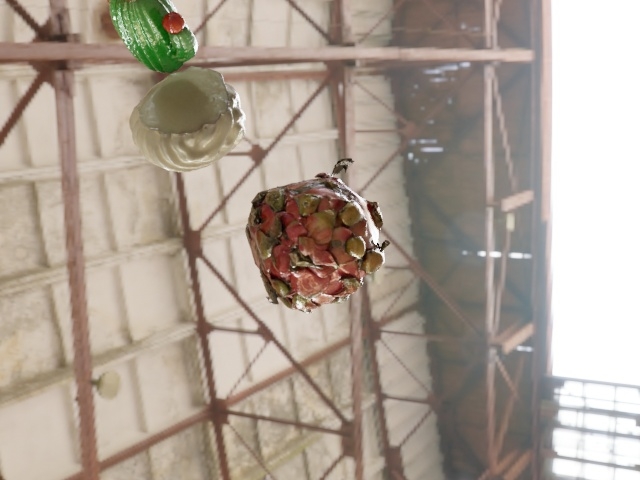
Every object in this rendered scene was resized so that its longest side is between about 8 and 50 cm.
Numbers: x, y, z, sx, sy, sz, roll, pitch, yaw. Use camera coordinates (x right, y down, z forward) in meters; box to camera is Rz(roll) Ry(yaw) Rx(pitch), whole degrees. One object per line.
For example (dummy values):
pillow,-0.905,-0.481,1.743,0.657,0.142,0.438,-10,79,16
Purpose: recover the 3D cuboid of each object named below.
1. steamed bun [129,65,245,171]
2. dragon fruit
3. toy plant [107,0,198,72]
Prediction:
steamed bun,-0.198,-0.177,1.494,0.106,0.183,0.183,74,-147,-52
dragon fruit,0.000,0.000,1.776,0.269,0.291,0.250,-20,-82,-16
toy plant,-0.239,-0.312,1.372,0.154,0.240,0.088,41,-104,-7
